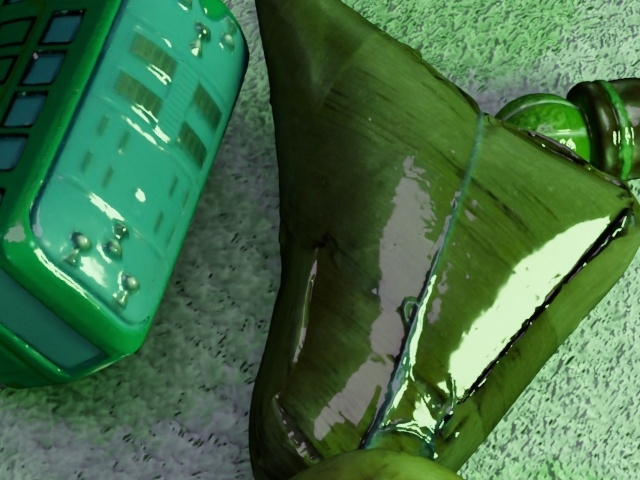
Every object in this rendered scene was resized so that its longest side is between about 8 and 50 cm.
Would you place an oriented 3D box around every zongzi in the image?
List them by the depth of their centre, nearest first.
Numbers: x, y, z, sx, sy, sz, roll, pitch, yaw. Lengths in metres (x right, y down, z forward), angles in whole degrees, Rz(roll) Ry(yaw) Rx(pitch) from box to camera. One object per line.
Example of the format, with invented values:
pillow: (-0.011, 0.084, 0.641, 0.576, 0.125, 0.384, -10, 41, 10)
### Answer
zongzi: (0.000, 0.000, 1.440, 0.393, 0.174, 0.356, 40, 66, 1)

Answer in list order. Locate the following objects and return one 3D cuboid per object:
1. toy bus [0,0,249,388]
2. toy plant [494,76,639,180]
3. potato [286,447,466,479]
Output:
toy bus: (-0.187, -0.069, 1.442, 0.199, 0.183, 0.343, -9, 51, 40)
toy plant: (0.205, -0.083, 1.579, 0.162, 0.093, 0.093, -10, 63, -9)
potato: (0.031, 0.279, 1.208, 0.270, 0.359, 0.219, 31, 52, 1)
